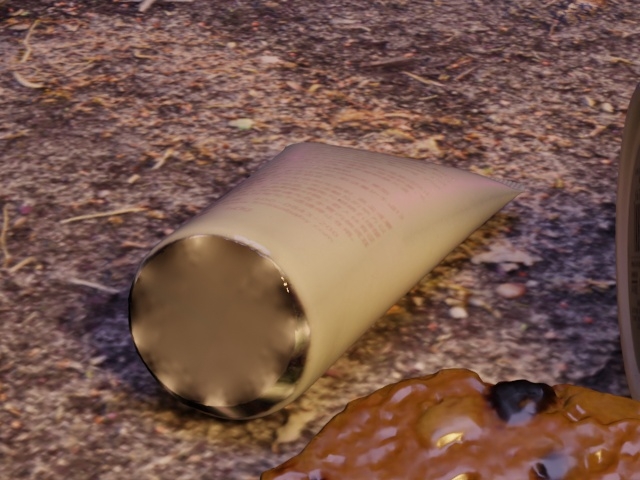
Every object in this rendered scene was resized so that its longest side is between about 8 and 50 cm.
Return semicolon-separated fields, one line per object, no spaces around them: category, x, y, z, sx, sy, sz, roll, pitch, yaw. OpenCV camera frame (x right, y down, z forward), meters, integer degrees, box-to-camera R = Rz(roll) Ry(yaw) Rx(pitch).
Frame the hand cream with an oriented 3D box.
hand cream;0.000;0.000;1.082;0.185;0.118;0.358;10;21;20

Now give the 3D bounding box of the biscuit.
biscuit;0.090;0.176;0.738;0.296;0.075;0.296;-6;40;5

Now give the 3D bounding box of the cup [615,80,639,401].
cup;0.364;0.006;0.930;0.371;0.253;0.253;-1;28;2
